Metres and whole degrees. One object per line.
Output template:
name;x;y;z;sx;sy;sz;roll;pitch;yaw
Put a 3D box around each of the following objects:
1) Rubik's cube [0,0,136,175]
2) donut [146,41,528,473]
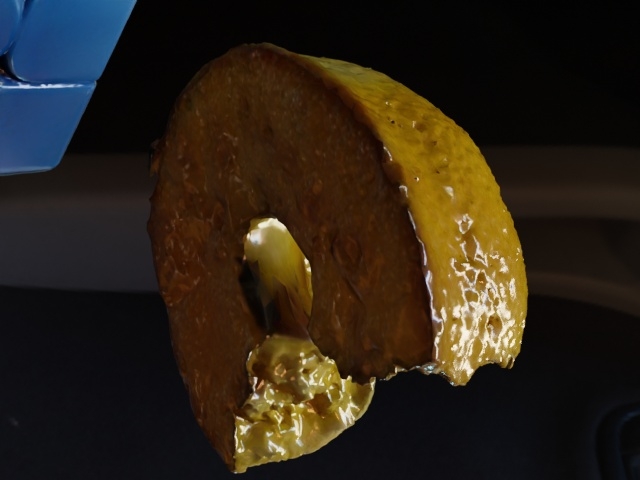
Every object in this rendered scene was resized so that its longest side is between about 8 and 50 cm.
Rubik's cube;-0.318;-0.231;0.667;0.290;0.291;0.291;-13;148;-49
donut;0.000;0.000;0.913;0.164;0.377;0.435;-9;168;-36
